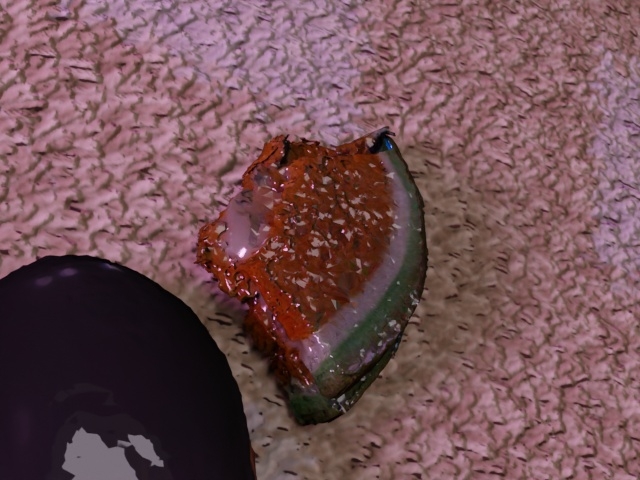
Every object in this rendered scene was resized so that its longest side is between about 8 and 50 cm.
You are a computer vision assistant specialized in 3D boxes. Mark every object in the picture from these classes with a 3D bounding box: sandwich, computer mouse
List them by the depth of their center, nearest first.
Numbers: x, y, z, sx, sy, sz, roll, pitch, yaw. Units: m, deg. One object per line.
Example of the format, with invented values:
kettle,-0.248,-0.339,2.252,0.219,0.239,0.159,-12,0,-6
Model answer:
computer mouse,-0.118,0.153,0.682,0.183,0.116,0.323,-1,67,-30
sandwich,0.012,-0.001,0.870,0.159,0.079,0.235,40,51,-9
